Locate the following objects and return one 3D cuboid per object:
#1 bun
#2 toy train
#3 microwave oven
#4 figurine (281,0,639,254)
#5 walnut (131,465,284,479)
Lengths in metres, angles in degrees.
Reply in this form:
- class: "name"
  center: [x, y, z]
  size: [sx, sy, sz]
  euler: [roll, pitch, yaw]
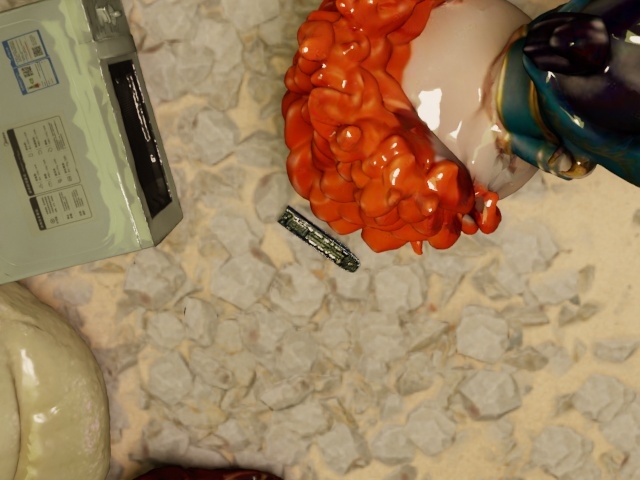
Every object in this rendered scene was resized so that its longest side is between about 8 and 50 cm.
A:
- class: "bun"
  center: [-0.365, 0.172, 0.885]
  size: [0.365, 0.219, 0.365]
  euler: [5, 113, 11]
- class: "toy train"
  center: [0.000, 0.000, 0.931]
  size: [0.083, 0.017, 0.017]
  euler: [36, 106, -4]
- class: "microwave oven"
  center: [-0.219, -0.088, 0.874]
  size: [0.162, 0.122, 0.208]
  euler: [-13, 102, 8]
- class: "figurine"
  center: [0.151, -0.101, 0.719]
  size: [0.412, 0.306, 0.241]
  euler: [2, 101, 27]
- class: "walnut"
  center: [-0.136, 0.322, 0.905]
  size: [0.222, 0.244, 0.269]
  euler: [24, 101, -5]
